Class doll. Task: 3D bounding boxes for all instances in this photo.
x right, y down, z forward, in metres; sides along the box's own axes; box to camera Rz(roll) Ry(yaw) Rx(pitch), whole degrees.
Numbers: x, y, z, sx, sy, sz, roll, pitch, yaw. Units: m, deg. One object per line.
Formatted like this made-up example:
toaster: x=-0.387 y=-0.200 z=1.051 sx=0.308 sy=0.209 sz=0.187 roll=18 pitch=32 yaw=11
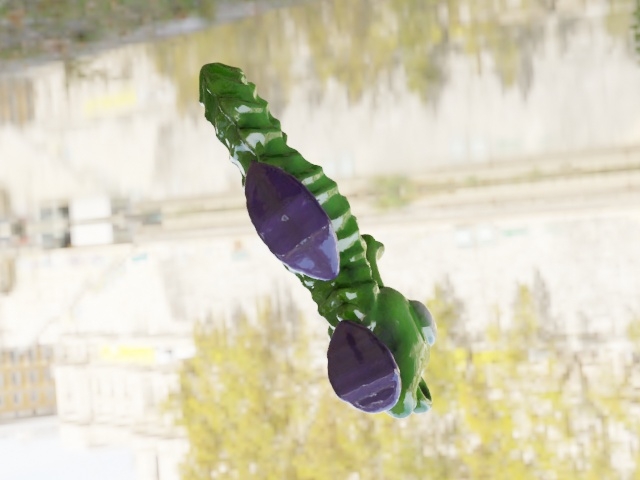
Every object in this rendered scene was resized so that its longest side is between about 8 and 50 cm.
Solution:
doll: x=0.000 y=0.000 z=0.633 sx=0.050 sy=0.190 sz=0.115 roll=-31 pitch=-173 yaw=9
